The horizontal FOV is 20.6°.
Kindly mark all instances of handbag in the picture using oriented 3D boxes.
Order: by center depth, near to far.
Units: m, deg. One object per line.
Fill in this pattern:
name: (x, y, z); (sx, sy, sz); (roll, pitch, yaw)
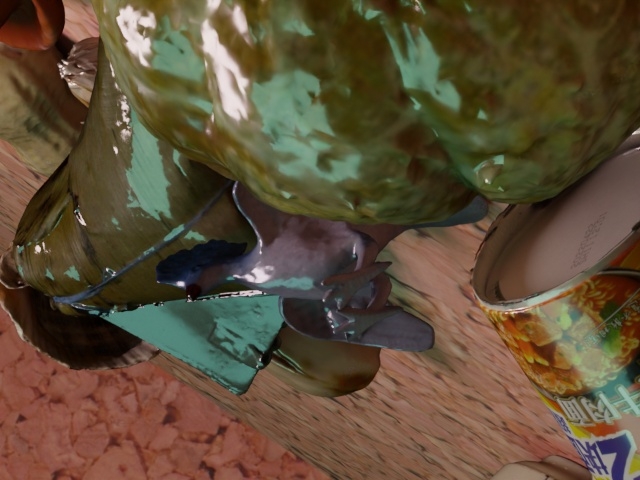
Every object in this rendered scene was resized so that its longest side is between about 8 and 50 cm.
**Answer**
handbag: (-0.126, 0.012, 1.759); (0.260, 0.079, 0.247); (34, 131, 4)

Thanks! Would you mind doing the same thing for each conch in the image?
conch: (-0.240, 0.018, 1.966); (0.159, 0.291, 0.210); (53, 139, 47)

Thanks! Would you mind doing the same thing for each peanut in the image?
peanut: (-0.296, -0.141, 1.837); (0.123, 0.123, 0.256); (29, 169, 26)

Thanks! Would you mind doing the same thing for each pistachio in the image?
pistachio: (-0.029, 0.086, 1.917); (0.215, 0.144, 0.144); (33, 167, 1)

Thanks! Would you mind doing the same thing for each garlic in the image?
garlic: (-0.202, -0.151, 1.646); (0.113, 0.074, 0.094); (28, 160, 49)

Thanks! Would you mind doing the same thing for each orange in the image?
orange: (0.002, -0.125, 0.961); (0.369, 0.210, 0.271); (31, 169, 28)

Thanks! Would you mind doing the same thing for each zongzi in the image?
zongzi: (-0.187, -0.082, 1.527); (0.323, 0.160, 0.360); (-13, 135, 29)

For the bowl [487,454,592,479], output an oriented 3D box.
bowl: (0.281, 0.334, 2.038); (0.238, 0.126, 0.238); (32, 167, 9)

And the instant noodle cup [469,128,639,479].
instant noodle cup: (0.204, 0.041, 1.080); (0.174, 0.213, 0.213); (48, 163, -18)

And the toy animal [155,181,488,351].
toy animal: (0.000, 0.000, 1.408); (0.176, 0.255, 0.239); (51, 160, 50)

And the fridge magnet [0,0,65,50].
fridge magnet: (-0.373, -0.269, 1.472); (0.363, 0.155, 0.363); (32, 167, 8)
